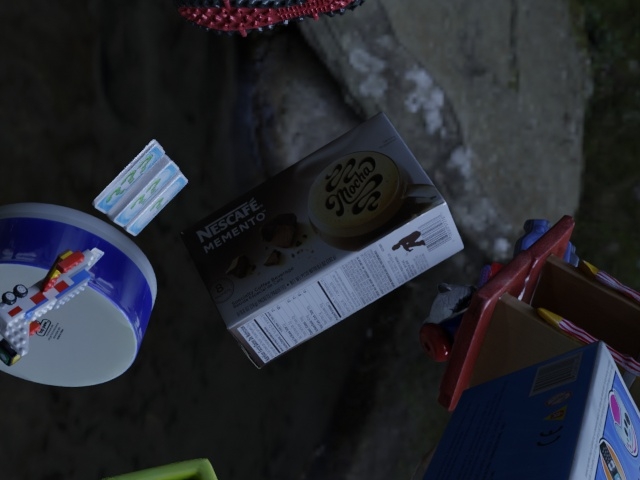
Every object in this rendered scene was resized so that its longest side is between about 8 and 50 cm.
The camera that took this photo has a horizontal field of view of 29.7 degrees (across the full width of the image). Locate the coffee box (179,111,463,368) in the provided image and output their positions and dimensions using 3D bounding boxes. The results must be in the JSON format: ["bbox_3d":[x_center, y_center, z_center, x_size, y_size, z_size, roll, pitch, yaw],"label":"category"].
[{"bbox_3d":[0.000,0.000,1.480,0.168,0.297,0.119,60,1,36],"label":"coffee box"}]

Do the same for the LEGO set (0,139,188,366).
[{"bbox_3d":[-0.207,0.026,1.089,0.244,0.060,0.182,-46,175,-4],"label":"LEGO set"}]

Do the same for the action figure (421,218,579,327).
[{"bbox_3d":[0.274,0.161,1.487,0.341,0.330,0.178,-61,179,-41],"label":"action figure"}]

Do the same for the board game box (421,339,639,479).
[{"bbox_3d":[0.137,0.242,0.534,0.302,0.086,0.308,63,23,-7],"label":"board game box"}]

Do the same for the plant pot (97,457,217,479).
[{"bbox_3d":[-0.189,0.383,1.207,0.207,0.227,0.228,96,-23,-48],"label":"plant pot"}]

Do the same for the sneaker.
[{"bbox_3d":[-0.067,-0.348,1.583,0.104,0.262,0.125,90,-10,-72],"label":"sneaker"}]

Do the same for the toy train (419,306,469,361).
[{"bbox_3d":[0.200,0.127,1.151,0.143,0.105,0.248,66,-18,-5],"label":"toy train"}]

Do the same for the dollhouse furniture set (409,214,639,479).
[{"bbox_3d":[0.184,0.194,0.937,0.152,0.201,0.374,-32,146,-46],"label":"dollhouse furniture set"}]

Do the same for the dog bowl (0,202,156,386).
[{"bbox_3d":[-0.355,0.076,1.582,0.265,0.265,0.104,72,20,-45],"label":"dog bowl"}]
